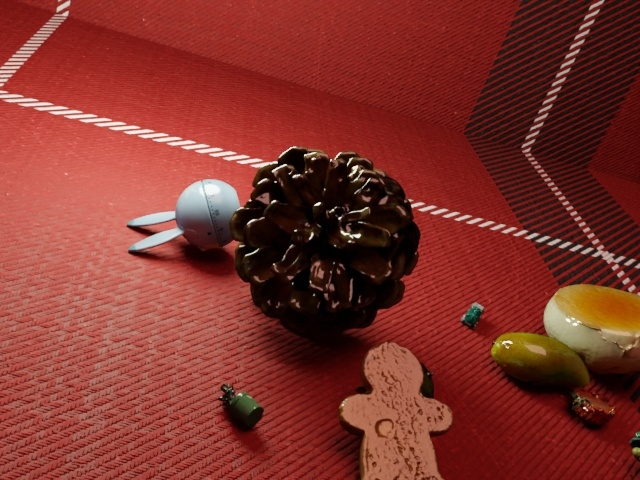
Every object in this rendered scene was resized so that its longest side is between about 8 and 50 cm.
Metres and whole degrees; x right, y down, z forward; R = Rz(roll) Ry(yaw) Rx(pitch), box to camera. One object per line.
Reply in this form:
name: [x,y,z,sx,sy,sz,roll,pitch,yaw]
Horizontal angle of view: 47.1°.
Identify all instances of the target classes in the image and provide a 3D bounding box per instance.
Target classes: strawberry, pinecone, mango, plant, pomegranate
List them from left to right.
plant: [-0.146,0.279,1.270,0.102,0.051,0.051,28,27,37]
pinecone: [0.000,0.000,1.475,0.398,0.397,0.397,16,28,-9]
pomegranate: [0.145,0.284,1.409,0.161,0.122,0.122,-16,26,12]
mango: [0.498,0.272,1.646,0.233,0.111,0.125,22,33,-1]
strawberry: [0.598,0.367,1.615,0.152,0.048,0.104,18,16,-41]

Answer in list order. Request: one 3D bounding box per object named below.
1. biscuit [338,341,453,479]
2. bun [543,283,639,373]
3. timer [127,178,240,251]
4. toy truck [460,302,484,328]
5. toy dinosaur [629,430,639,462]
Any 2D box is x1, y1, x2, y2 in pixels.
biscuit: [0.132,0.325,1.270,0.205,0.049,0.324,2,55,-13]
bun: [0.691,0.235,1.788,0.299,0.164,0.299,3,21,-1]
timer: [-0.289,-0.031,1.666,0.175,0.255,0.175,54,6,-9]
toy truck: [0.375,0.182,1.799,0.039,0.044,0.083,32,30,15]
toy dinosaur: [0.745,0.461,1.504,0.259,0.094,0.153,29,28,1]
